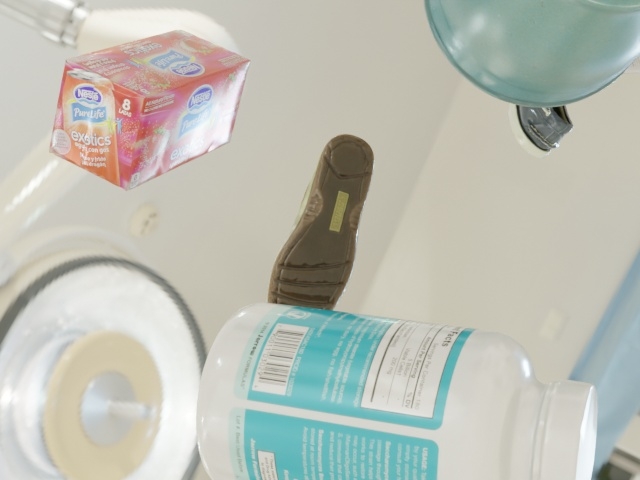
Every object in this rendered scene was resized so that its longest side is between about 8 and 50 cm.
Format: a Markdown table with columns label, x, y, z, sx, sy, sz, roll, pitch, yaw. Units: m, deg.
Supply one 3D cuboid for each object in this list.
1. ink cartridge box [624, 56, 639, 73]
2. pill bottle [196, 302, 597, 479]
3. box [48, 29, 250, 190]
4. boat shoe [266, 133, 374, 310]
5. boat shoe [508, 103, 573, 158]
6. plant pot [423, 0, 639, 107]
| label | x | y | z | sx | sy | sz | roll | pitch | yaw |
| --- | --- | --- | --- | --- | --- | --- | --- | --- | --- |
| ink cartridge box | 0.428 | -0.303 | 1.333 | 0.065 | 0.185 | 0.311 | -36 | 21 | -21 |
| pill bottle | 0.056 | 0.129 | 0.755 | 0.146 | 0.264 | 0.146 | 6 | -90 | -68 |
| box | -0.210 | -0.172 | 1.344 | 0.257 | 0.123 | 0.128 | -36 | -33 | -59 |
| boat shoe | 0.000 | 0.000 | 0.957 | 0.072 | 0.068 | 0.189 | 155 | 138 | -77 |
| boat shoe | 0.309 | -0.233 | 1.535 | 0.079 | 0.095 | 0.254 | -39 | 35 | 36 |
| plant pot | 0.265 | -0.294 | 1.095 | 0.271 | 0.272 | 0.255 | -63 | 4 | -6 |
